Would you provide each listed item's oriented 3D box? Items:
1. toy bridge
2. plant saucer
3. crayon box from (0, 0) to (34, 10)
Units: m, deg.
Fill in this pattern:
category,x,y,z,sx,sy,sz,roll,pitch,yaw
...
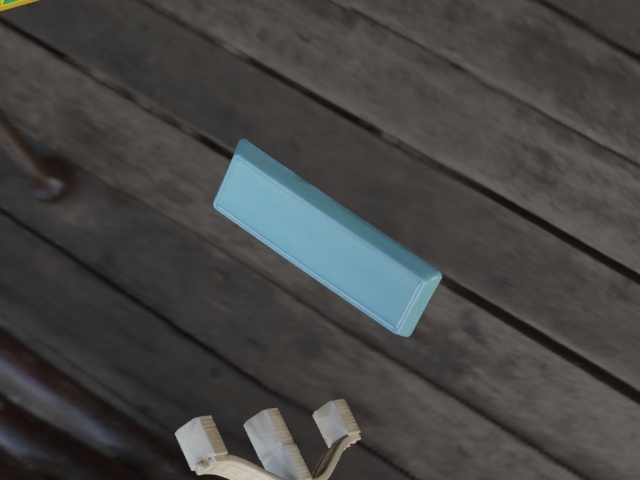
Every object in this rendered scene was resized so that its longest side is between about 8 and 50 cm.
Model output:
category,x,y,z,sx,sy,sz,roll,pitch,yaw
toy bridge,-0.029,0.149,1.205,0.026,0.188,0.063,-36,71,28
plant saucer,0.000,0.000,1.323,0.192,0.018,0.067,34,124,13
crayon box,-0.254,-0.235,1.264,0.278,0.165,0.081,-20,76,-18
